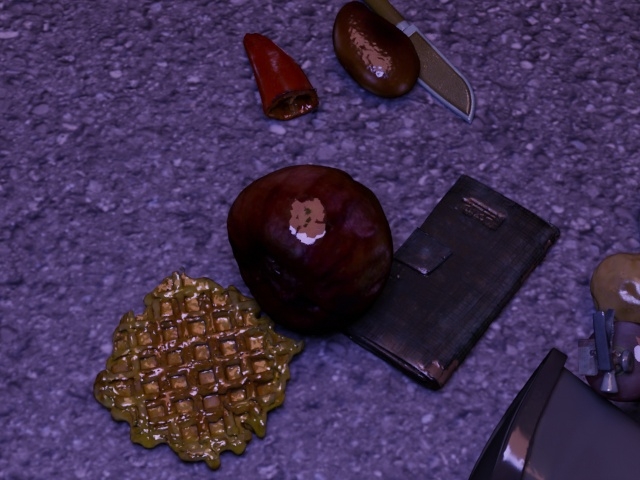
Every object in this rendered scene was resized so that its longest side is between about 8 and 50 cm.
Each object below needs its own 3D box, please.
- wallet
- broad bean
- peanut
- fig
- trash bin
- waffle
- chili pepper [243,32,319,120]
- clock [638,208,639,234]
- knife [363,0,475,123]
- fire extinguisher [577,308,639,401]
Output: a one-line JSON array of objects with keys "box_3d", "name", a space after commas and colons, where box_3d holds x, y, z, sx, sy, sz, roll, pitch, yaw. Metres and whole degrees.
[{"box_3d": [0.180, 0.051, 1.732, 0.169, 0.044, 0.317, 33, 62, 18], "name": "wallet"}, {"box_3d": [0.082, -0.285, 1.916, 0.165, 0.084, 0.114, 42, 76, 16], "name": "broad bean"}, {"box_3d": [0.483, 0.132, 1.639, 0.147, 0.147, 0.319, -40, 70, -23], "name": "peanut"}, {"box_3d": [-0.008, 0.006, 1.646, 0.224, 0.263, 0.223, 1, 95, 7], "name": "fig"}, {"box_3d": [0.313, 0.298, 1.496, 0.250, 0.220, 0.219, 34, 63, 9], "name": "trash bin"}, {"box_3d": [-0.160, 0.165, 1.645, 0.245, 0.052, 0.254, 26, 62, 12], "name": "waffle"}, {"box_3d": [-0.075, -0.258, 1.911, 0.088, 0.065, 0.169, -11, 52, -27], "name": "chili pepper"}, {"box_3d": [0.567, -0.028, 1.778, 0.231, 0.083, 0.230, 2, 59, -3], "name": "clock"}, {"box_3d": [0.133, -0.304, 1.964, 0.061, 0.027, 0.343, -39, 67, -4], "name": "knife"}, {"box_3d": [0.372, 0.136, 1.471, 0.105, 0.269, 0.104, -5, 81, 34], "name": "fire extinguisher"}]
